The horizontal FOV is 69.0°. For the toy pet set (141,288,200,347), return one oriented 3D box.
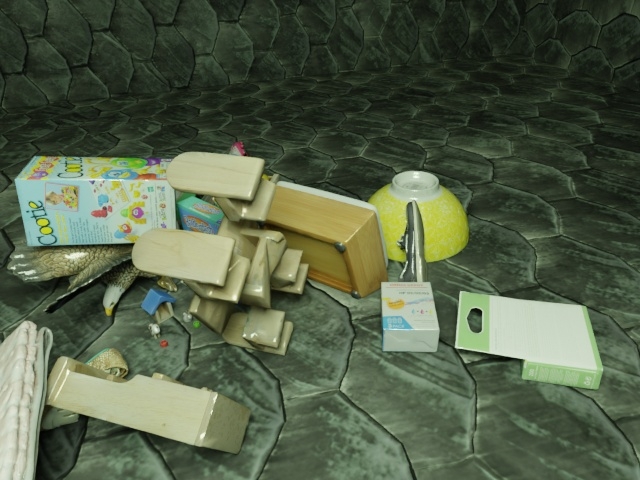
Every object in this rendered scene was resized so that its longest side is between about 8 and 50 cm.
[{"bbox_3d":[-0.313,0.145,0.981,0.114,0.065,0.122,25,42,37],"label":"toy pet set"}]

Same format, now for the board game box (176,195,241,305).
[{"bbox_3d":[-0.234,0.022,1.031,0.160,0.210,0.047,24,42,35],"label":"board game box"}]

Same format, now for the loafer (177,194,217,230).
[{"bbox_3d":[-0.324,-0.127,1.307,0.096,0.084,0.267,-31,37,41],"label":"loafer"}]

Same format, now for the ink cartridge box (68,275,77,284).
[{"bbox_3d":[-0.570,0.081,1.143,0.048,0.028,0.083,0,33,6],"label":"ink cartridge box"}]

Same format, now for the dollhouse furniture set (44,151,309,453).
[{"bbox_3d":[-0.215,0.111,0.777,0.256,0.362,0.394,8,64,15],"label":"dollhouse furniture set"}]

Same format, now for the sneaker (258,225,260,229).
[{"bbox_3d":[-0.055,-0.050,1.224,0.227,0.087,0.130,-20,16,-31],"label":"sneaker"}]

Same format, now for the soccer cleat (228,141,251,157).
[{"bbox_3d":[-0.291,-0.235,1.535,0.143,0.116,0.331,-26,28,0],"label":"soccer cleat"}]

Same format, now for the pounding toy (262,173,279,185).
[{"bbox_3d":[-0.225,-0.118,1.303,0.155,0.154,0.269,6,33,14],"label":"pounding toy"}]

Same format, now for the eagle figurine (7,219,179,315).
[{"bbox_3d":[-0.455,0.055,0.999,0.226,0.298,0.225,-24,66,29],"label":"eagle figurine"}]

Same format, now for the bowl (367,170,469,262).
[{"bbox_3d":[0.242,-0.086,1.204,0.289,0.156,0.289,-2,32,1],"label":"bowl"}]

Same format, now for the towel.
[{"bbox_3d":[-0.474,0.311,0.606,0.317,0.053,0.332,-46,38,4],"label":"towel"}]

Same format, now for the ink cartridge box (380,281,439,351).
[{"bbox_3d":[0.174,0.139,0.943,0.104,0.061,0.181,0,32,5],"label":"ink cartridge box"}]

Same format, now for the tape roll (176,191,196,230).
[{"bbox_3d":[-0.516,-0.102,1.382,0.321,0.077,0.321,-2,33,2],"label":"tape roll"}]

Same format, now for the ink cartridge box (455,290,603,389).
[{"bbox_3d":[0.376,0.177,0.868,0.235,0.056,0.171,4,33,18],"label":"ink cartridge box"}]

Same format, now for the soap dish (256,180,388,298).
[{"bbox_3d":[0.000,0.000,1.044,0.291,0.229,0.118,17,55,30],"label":"soap dish"}]

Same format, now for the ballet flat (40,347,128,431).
[{"bbox_3d":[-0.421,0.267,0.802,0.067,0.073,0.206,29,46,20],"label":"ballet flat"}]

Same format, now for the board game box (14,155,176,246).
[{"bbox_3d":[-0.443,-0.085,0.963,0.275,0.144,0.142,-2,28,-17],"label":"board game box"}]

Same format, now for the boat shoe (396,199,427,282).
[{"bbox_3d":[0.201,0.007,1.062,0.065,0.075,0.206,-8,73,24],"label":"boat shoe"}]
